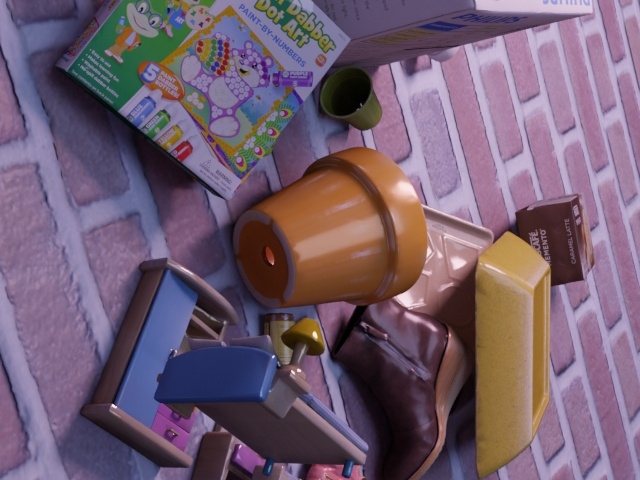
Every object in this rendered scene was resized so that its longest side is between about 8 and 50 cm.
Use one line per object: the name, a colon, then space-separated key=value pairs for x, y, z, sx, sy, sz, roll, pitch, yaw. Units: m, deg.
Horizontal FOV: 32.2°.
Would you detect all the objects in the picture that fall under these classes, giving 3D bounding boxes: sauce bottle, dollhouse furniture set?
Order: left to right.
dollhouse furniture set: x=-0.050 y=0.151 z=1.213 sx=0.286 sy=0.303 sz=0.198 roll=44 pitch=51 yaw=-38
sauce bottle: x=-0.052 y=0.158 z=1.426 sx=0.042 sy=0.042 sz=0.128 roll=9 pitch=78 yaw=-51

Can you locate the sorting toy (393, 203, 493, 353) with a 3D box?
sorting toy: x=0.168 y=0.056 z=1.685 sx=0.193 sy=0.038 sz=0.208 roll=19 pitch=66 yaw=-19

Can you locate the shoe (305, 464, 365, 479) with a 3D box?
shoe: x=0.045 y=0.341 z=1.495 sx=0.178 sy=0.063 sz=0.081 roll=34 pitch=62 yaw=-39

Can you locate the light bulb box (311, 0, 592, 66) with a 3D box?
light bulb box: x=0.115 y=-0.370 z=1.483 sx=0.358 sy=0.361 sz=0.225 roll=-15 pitch=95 yaw=-53

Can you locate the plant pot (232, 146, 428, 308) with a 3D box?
plant pot: x=0.000 y=0.000 z=1.414 sx=0.188 sy=0.205 sz=0.205 roll=-19 pitch=99 yaw=-37

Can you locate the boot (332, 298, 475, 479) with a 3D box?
boot: x=0.095 y=0.212 z=1.584 sx=0.207 sy=0.090 sz=0.248 roll=32 pitch=80 yaw=-21

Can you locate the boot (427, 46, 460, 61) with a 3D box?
boot: x=0.164 y=-0.421 z=1.794 sx=0.123 sy=0.095 sz=0.258 roll=22 pitch=58 yaw=-42

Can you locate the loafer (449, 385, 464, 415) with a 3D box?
loafer: x=0.184 y=0.162 z=1.713 sx=0.078 sy=0.076 sz=0.223 roll=13 pitch=67 yaw=-13

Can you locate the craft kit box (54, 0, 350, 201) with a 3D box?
craft kit box: x=-0.127 y=-0.215 z=1.266 sx=0.250 sy=0.061 sz=0.246 roll=39 pitch=82 yaw=-30

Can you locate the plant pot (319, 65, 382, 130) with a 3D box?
plant pot: x=0.052 y=-0.199 z=1.610 sx=0.079 sy=0.083 sz=0.083 roll=39 pitch=53 yaw=-57

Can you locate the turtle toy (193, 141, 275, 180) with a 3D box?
turtle toy: x=-0.112 y=-0.124 z=1.381 sx=0.130 sy=0.066 sz=0.095 roll=-8 pitch=90 yaw=-53

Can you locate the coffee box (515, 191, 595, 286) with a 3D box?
coffee box: x=0.421 y=-0.004 z=1.968 sx=0.246 sy=0.098 sz=0.141 roll=-15 pitch=94 yaw=-71

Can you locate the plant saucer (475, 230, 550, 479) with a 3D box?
plant saucer: x=0.308 y=0.168 z=1.733 sx=0.333 sy=0.081 sz=0.332 roll=-24 pitch=114 yaw=-71
